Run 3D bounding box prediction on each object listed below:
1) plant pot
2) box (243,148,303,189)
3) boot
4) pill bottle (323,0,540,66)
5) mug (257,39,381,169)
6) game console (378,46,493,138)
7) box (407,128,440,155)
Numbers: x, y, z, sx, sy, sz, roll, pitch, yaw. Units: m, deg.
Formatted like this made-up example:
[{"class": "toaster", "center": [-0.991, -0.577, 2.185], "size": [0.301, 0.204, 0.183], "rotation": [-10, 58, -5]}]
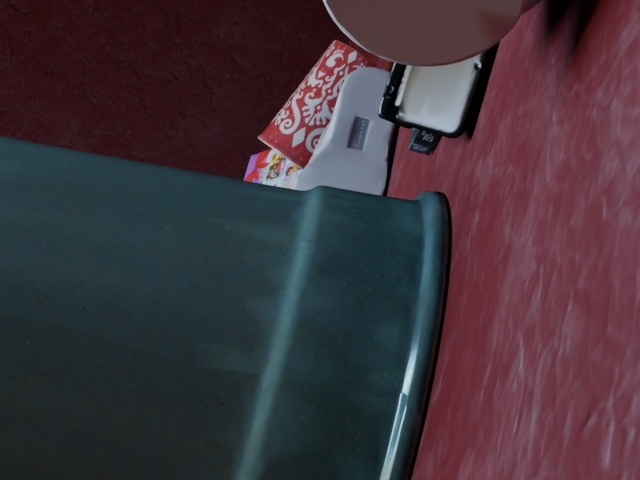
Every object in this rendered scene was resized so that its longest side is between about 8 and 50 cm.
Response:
[{"class": "plant pot", "center": [-0.121, 0.086, 0.728], "size": [0.341, 0.334, 0.341], "rotation": [-164, 90, -87]}, {"class": "box", "center": [-0.049, -0.018, 1.531], "size": [0.201, 0.057, 0.293], "rotation": [-16, 49, 41]}, {"class": "boot", "center": [0.028, -0.059, 1.149], "size": [0.123, 0.095, 0.258], "rotation": [99, -168, -55]}, {"class": "pill bottle", "center": [0.062, -0.201, 0.536], "size": [0.146, 0.146, 0.264], "rotation": [108, 175, -46]}, {"class": "mug", "center": [0.023, -0.165, 1.437], "size": [0.169, 0.150, 0.113], "rotation": [-56, -12, 2]}, {"class": "game console", "center": [0.092, -0.130, 0.716], "size": [0.107, 0.071, 0.122], "rotation": [1, -72, -71]}, {"class": "box", "center": [0.090, -0.116, 0.811], "size": [0.067, 0.018, 0.083], "rotation": [114, 171, -67]}]
